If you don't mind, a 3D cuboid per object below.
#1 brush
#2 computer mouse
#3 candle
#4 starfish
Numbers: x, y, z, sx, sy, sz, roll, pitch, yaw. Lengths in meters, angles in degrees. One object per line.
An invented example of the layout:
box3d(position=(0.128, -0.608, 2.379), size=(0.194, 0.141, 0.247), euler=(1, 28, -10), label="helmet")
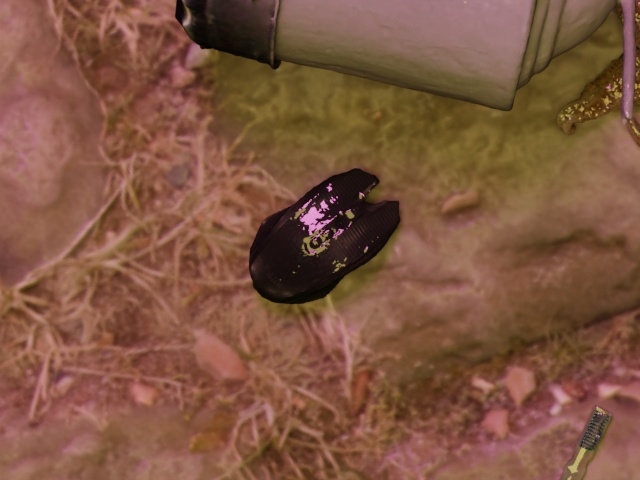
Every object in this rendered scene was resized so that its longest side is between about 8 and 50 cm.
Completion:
box3d(position=(0.207, 0.171, 1.525), size=(0.016, 0.013, 0.084), euler=(24, 102, 2), label="brush")
box3d(position=(0.000, 0.000, 1.511), size=(0.135, 0.047, 0.079), euler=(-36, 93, 9), label="computer mouse")
box3d(position=(0.071, -0.214, 1.388), size=(0.342, 0.221, 0.221), euler=(12, 100, 2), label="candle")
box3d(position=(0.267, -0.145, 1.452), size=(0.209, 0.053, 0.150), euler=(-33, 88, 13), label="starfish")
